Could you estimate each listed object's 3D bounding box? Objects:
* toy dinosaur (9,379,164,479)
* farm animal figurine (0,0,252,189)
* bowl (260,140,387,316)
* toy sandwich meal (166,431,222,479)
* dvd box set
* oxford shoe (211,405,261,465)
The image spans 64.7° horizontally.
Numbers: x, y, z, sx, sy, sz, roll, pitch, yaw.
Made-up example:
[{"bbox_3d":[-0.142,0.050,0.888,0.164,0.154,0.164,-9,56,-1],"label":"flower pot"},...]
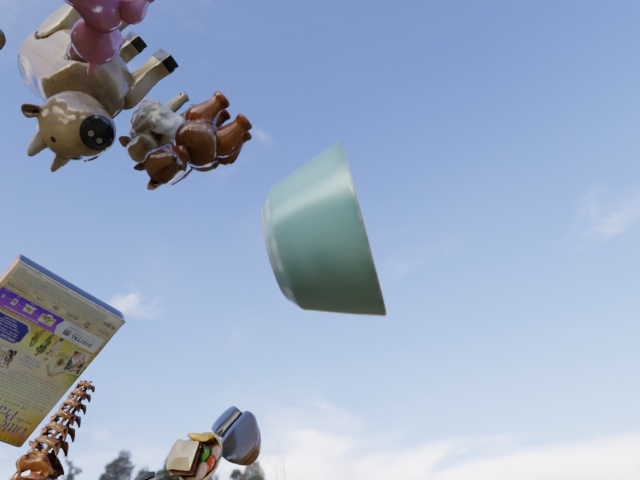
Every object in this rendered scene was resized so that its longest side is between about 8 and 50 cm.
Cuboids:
[{"bbox_3d":[-0.304,0.337,0.578,0.218,0.322,0.164,4,-4,-6],"label":"toy dinosaur"},{"bbox_3d":[-0.245,-0.170,0.497,0.172,0.326,0.330,-45,-58,-7],"label":"farm animal figurine"},{"bbox_3d":[0.000,0.000,0.877,0.163,0.312,0.312,-15,-37,5],"label":"bowl"},{"bbox_3d":[-0.180,0.310,0.726,0.085,0.086,0.029,-19,-49,18],"label":"toy sandwich meal"},{"bbox_3d":[-0.748,0.283,1.258,0.307,0.062,0.420,41,-95,-33],"label":"dvd box set"},{"bbox_3d":[-0.123,0.330,0.834,0.076,0.076,0.212,49,-17,-6],"label":"oxford shoe"}]
